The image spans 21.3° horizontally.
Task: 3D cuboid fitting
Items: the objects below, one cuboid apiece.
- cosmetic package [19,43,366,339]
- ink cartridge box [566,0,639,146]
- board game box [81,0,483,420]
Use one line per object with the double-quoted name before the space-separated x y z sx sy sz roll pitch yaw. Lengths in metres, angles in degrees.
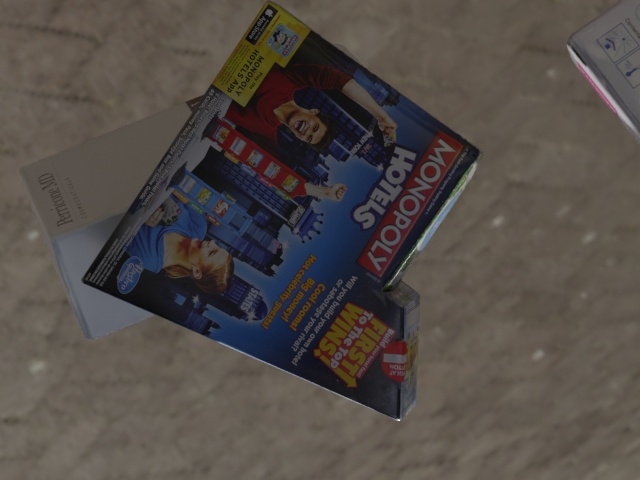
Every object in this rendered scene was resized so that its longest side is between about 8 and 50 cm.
"cosmetic package" -0.066 -0.035 1.087 0.231 0.117 0.085 -22 120 -10
"ink cartridge box" 0.318 -0.125 0.939 0.311 0.185 0.065 -36 164 6
"board game box" 0.000 0.000 0.953 0.194 0.194 0.060 -55 173 12
